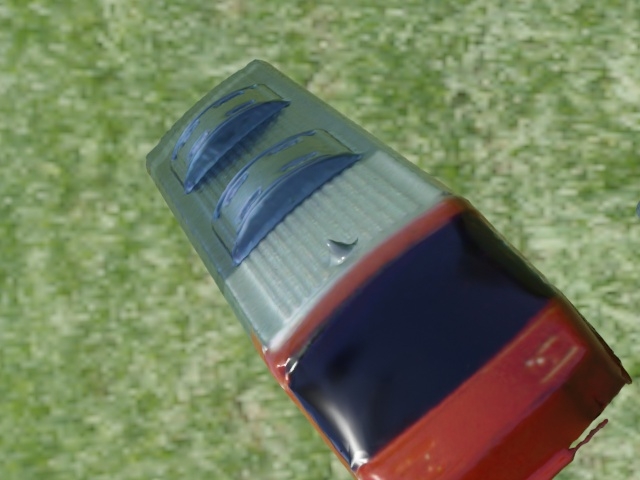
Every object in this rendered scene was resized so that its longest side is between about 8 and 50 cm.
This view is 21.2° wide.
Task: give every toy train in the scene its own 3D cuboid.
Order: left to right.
[{"bbox_3d":[0.000,0.000,0.659,0.086,0.089,0.409,-42,16,0],"label":"toy train"}]

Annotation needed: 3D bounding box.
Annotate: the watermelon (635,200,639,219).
[{"bbox_3d":[0.271,0.036,0.701,0.193,0.232,0.310,-33,68,7],"label":"watermelon"}]
